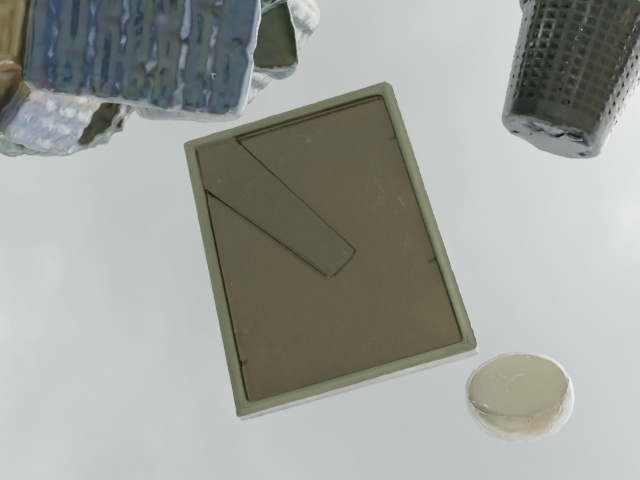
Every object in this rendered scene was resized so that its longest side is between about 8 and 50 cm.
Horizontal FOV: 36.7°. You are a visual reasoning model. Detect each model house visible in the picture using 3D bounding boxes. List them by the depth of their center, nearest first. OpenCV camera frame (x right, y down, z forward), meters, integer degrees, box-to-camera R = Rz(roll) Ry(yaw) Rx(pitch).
[{"bbox_3d":[-0.183,-0.256,0.975,0.400,0.445,0.395,4,-92,14],"label":"model house"}]

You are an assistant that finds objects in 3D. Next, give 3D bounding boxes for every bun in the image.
[{"bbox_3d":[0.254,0.211,1.219,0.138,0.094,0.138,-13,-154,7],"label":"bun"}]

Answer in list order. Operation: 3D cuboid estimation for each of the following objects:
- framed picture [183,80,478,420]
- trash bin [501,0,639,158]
[{"bbox_3d":[0.000,0.000,0.613,0.150,0.015,0.203,-17,-119,2],"label":"framed picture"},{"bbox_3d":[0.284,-0.186,1.097,0.175,0.175,0.161,19,-98,25],"label":"trash bin"}]
